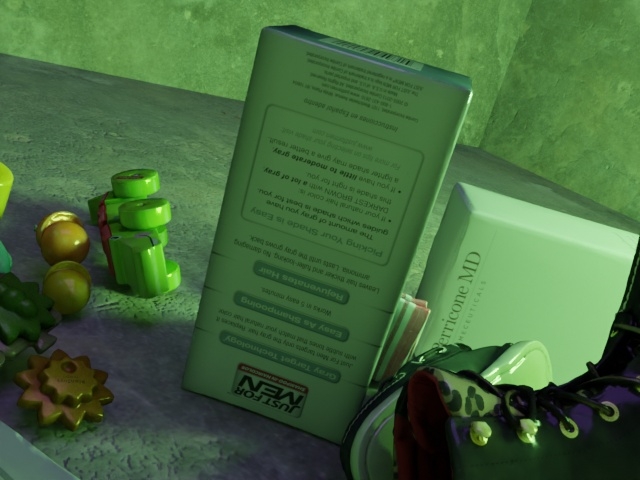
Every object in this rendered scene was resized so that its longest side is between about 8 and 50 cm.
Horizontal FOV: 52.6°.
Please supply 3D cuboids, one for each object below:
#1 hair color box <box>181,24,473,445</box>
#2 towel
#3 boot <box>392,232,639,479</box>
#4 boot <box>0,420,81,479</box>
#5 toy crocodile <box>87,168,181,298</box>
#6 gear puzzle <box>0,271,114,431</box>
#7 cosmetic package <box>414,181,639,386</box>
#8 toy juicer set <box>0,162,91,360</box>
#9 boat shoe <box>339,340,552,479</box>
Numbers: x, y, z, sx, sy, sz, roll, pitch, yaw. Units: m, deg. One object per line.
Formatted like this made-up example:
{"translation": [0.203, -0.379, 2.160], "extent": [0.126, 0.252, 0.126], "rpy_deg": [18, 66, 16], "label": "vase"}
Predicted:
{"translation": [0.000, 0.000, 0.644], "extent": [0.185, 0.374, 0.113], "rpy_deg": [19, 21, 5], "label": "hair color box"}
{"translation": [0.018, 0.096, 0.765], "extent": [0.197, 0.144, 0.029], "rpy_deg": [19, 40, 6], "label": "towel"}
{"translation": [0.215, 0.127, 0.526], "extent": [0.284, 0.377, 0.138], "rpy_deg": [5, 4, -16], "label": "boot"}
{"translation": [-0.199, 0.188, 0.386], "extent": [0.258, 0.095, 0.123], "rpy_deg": [-2, 43, 49], "label": "boot"}
{"translation": [-0.258, -0.013, 0.881], "extent": [0.105, 0.115, 0.340], "rpy_deg": [-11, 25, -17], "label": "toy crocodile"}
{"translation": [-0.327, 0.055, 0.567], "extent": [0.339, 0.044, 0.175], "rpy_deg": [37, 27, 1], "label": "gear puzzle"}
{"translation": [0.378, 0.100, 0.920], "extent": [0.453, 0.230, 0.161], "rpy_deg": [16, 19, -1], "label": "cosmetic package"}
{"translation": [-0.364, 0.045, 0.697], "extent": [0.209, 0.089, 0.329], "rpy_deg": [33, 24, -16], "label": "toy juicer set"}
{"translation": [0.119, 0.174, 0.678], "extent": [0.113, 0.127, 0.340], "rpy_deg": [-5, 8, 44], "label": "boat shoe"}
